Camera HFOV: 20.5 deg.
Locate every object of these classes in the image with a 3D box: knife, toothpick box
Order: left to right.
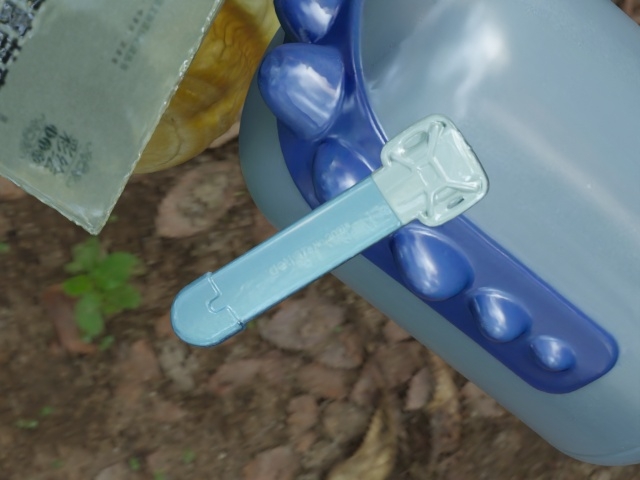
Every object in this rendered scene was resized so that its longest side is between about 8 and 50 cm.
[{"bbox_3d":[0.000,0.000,0.470,0.096,0.010,0.027,-32,97,14],"label":"knife"},{"bbox_3d":[0.106,-0.039,1.050,0.355,0.263,0.263,37,114,-24],"label":"toothpick box"}]

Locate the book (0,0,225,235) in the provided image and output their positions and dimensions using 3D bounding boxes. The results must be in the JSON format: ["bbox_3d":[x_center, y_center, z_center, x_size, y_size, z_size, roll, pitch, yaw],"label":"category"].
[{"bbox_3d":[-0.190,-0.162,0.946,0.283,0.025,0.215,31,111,3],"label":"book"}]

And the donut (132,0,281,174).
[{"bbox_3d":[-0.251,-0.190,1.523,0.449,0.449,0.198,-2,70,23],"label":"donut"}]
